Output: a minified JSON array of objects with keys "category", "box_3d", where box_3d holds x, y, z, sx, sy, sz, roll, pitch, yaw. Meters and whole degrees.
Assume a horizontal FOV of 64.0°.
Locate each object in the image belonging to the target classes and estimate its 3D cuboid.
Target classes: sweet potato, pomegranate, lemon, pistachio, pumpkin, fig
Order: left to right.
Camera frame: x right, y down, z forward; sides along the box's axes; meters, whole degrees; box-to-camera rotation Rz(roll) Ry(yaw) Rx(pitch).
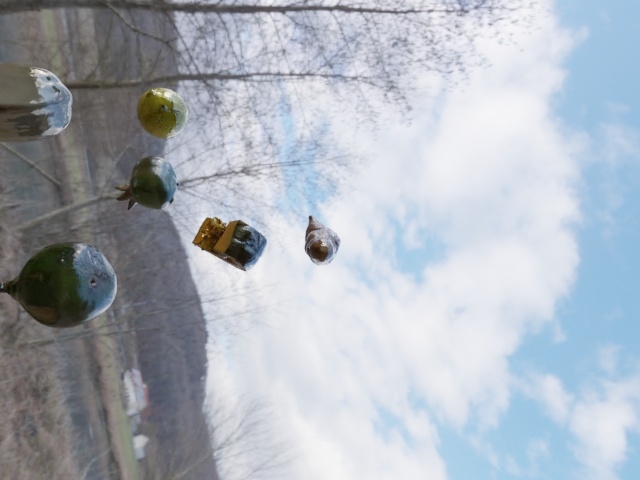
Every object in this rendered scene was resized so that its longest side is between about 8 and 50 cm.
[{"category":"pistachio","box_3d":[-0.671,-0.284,1.075,0.197,0.287,0.166,-114,-161,-63]},{"category":"fig","box_3d":[-0.593,0.097,1.148,0.195,0.244,0.196,2,90,-77]},{"category":"pomegranate","box_3d":[-0.502,-0.154,1.486,0.191,0.131,0.152,-24,-126,27]},{"category":"lemon","box_3d":[-0.551,-0.441,1.791,0.206,0.173,0.174,123,-47,-66]},{"category":"pumpkin","box_3d":[-0.335,-0.004,1.817,0.139,0.280,0.190,-63,171,-15]},{"category":"sweet potato","box_3d":[0.006,0.012,1.341,0.106,0.095,0.354,62,3,-14]}]
